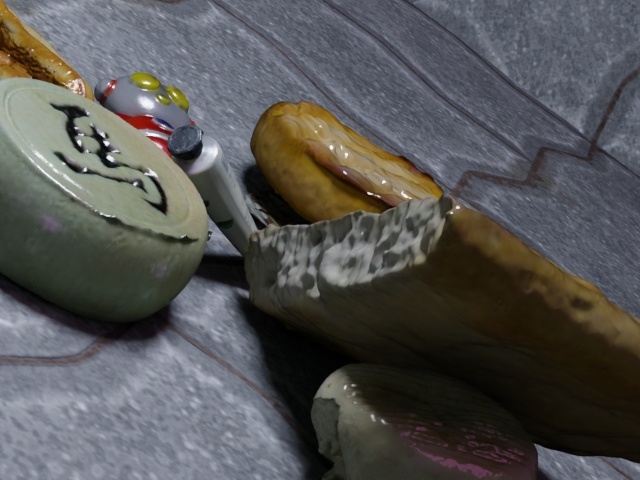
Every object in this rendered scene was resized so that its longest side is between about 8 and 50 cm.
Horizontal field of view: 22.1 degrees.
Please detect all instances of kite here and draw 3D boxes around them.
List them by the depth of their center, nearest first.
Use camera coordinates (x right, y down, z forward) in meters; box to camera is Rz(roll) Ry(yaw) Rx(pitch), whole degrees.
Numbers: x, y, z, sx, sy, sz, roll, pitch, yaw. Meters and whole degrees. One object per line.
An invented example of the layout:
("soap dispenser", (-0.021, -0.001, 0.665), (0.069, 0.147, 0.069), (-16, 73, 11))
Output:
("kite", (0.001, -0.001, 1.861), (0.250, 0.012, 0.229), (22, 22, -36))

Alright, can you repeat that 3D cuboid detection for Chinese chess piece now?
("Chinese chess piece", (-0.216, -0.038, 1.438), (0.250, 0.101, 0.250), (32, 19, -12))

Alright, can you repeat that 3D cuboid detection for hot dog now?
("hot dog", (-0.303, -0.160, 1.626), (0.102, 0.076, 0.249), (-26, 48, -25))

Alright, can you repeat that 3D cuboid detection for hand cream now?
("hand cream", (-0.087, -0.027, 1.608), (0.080, 0.050, 0.234), (56, -3, 43))

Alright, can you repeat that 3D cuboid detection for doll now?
("doll", (-0.179, -0.115, 1.737), (0.142, 0.076, 0.245), (28, 24, -24))

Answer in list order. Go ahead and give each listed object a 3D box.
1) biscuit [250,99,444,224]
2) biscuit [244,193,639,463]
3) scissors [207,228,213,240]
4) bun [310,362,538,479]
("biscuit", (0.047, -0.051, 1.901), (0.296, 0.102, 0.296), (32, 13, -8))
("biscuit", (0.147, 0.101, 1.488), (0.446, 0.104, 0.429), (32, -19, -27))
("scissors", (-0.159, -0.022, 1.632), (0.119, 0.014, 0.058), (19, 25, -32))
("bun", (0.076, 0.188, 1.358), (0.193, 0.128, 0.178), (17, 22, -16))
